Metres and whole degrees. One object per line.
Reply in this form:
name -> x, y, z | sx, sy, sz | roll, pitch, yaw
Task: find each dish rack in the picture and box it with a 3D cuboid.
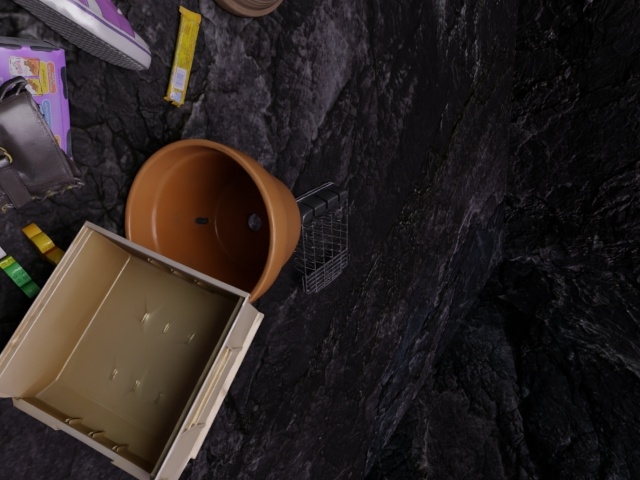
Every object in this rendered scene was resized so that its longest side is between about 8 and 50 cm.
dish rack -> 0.000, 0.000, 1.148 | 0.208, 0.074, 0.272 | -32, 131, -40

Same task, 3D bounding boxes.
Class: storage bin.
storage bin -> -0.256, 0.152, 0.586 | 0.123, 0.262, 0.260 | 77, 36, -70

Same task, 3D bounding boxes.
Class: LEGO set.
LEGO set -> -0.400, 0.052, 0.626 | 0.087, 0.093, 0.227 | -44, 136, -32

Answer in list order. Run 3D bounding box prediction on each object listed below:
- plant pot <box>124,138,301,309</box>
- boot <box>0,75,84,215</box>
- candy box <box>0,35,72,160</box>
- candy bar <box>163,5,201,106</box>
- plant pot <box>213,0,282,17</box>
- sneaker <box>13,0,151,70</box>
plant pot -> -0.163, -0.025, 0.768 | 0.203, 0.290, 0.291 | -17, 120, -66
boot -> -0.391, -0.034, 0.496 | 0.229, 0.091, 0.263 | -32, 142, -35
candy box -> -0.417, -0.156, 0.508 | 0.196, 0.070, 0.165 | -19, 131, -47
candy bar -> -0.238, -0.314, 0.735 | 0.040, 0.018, 0.162 | 5, 102, -50
plant pot -> -0.106, -0.519, 0.738 | 0.237, 0.109, 0.238 | -28, 127, -45
sneaker -> -0.318, -0.355, 0.545 | 0.282, 0.102, 0.161 | 31, 77, -53
